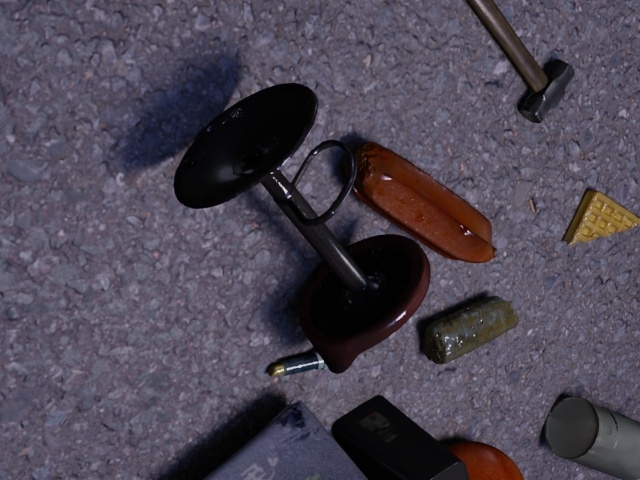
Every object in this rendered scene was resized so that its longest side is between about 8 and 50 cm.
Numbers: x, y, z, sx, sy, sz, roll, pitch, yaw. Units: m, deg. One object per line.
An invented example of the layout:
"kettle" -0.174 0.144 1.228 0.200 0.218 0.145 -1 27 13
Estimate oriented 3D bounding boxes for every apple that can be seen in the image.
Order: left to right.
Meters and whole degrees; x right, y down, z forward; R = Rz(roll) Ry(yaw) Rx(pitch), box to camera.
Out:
"apple" 0.263 0.476 1.636 0.235 0.173 0.210 -50 125 -8

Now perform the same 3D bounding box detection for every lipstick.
"lipstick" -0.029 0.194 1.443 0.116 0.037 0.037 -8 109 -26

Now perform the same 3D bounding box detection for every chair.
"chair" 0.000 0.000 1.284 0.226 0.226 0.401 -46 125 -13

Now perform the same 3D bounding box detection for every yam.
"yam" 0.260 0.153 1.592 0.179 0.078 0.078 -22 116 -26

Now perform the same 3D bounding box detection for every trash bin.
"trash bin" 0.139 0.384 1.493 0.115 0.225 0.165 -26 118 -23

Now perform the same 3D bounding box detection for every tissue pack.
"tissue pack" -0.014 0.473 1.340 0.288 0.394 0.124 -37 164 -20

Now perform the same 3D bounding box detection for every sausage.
"sausage" 0.164 -0.053 1.451 0.330 0.102 0.102 31 87 -35

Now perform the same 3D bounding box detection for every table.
"table" 0.567 0.401 1.841 0.220 0.126 0.126 24 91 -36

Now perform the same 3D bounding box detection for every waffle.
"waffle" 0.553 -0.014 1.755 0.191 0.032 0.125 26 88 -35

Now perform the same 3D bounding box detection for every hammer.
"hammer" 0.292 -0.346 1.476 0.111 0.043 0.365 -52 124 -8
